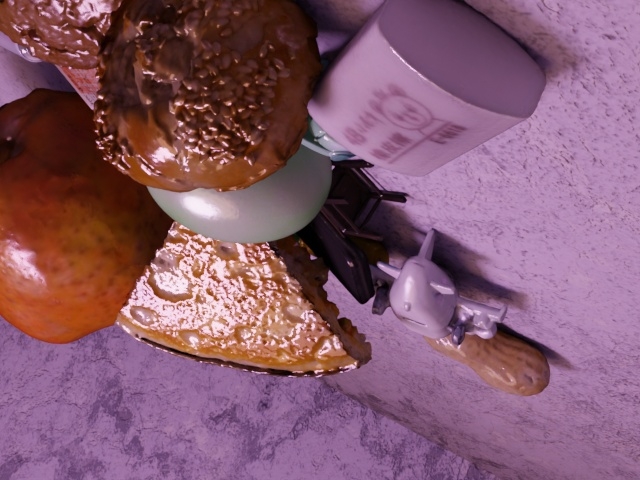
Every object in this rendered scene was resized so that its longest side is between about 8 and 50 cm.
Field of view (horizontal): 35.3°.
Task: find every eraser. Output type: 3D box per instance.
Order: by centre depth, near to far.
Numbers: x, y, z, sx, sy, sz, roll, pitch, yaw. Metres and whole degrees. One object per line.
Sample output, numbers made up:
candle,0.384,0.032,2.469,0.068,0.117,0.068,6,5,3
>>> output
eraser,0.098,-0.156,1.063,0.174,0.094,0.270,30,166,-10

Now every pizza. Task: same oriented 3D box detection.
pizza,-0.127,0.033,1.615,0.440,0.130,0.405,7,118,13

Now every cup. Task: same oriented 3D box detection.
cup,-0.470,-0.331,1.616,0.116,0.074,0.104,23,-168,38

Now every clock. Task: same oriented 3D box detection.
clock,0.028,-0.147,1.212,0.135,0.101,0.041,30,157,-17

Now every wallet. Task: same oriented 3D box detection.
wallet,-0.002,-0.014,1.615,0.250,0.044,0.149,49,166,30

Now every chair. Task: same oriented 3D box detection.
chair,0.015,-0.070,1.511,0.213,0.084,0.101,10,151,51

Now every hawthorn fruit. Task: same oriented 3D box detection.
hawthorn fruit,-0.465,-0.064,1.822,0.472,0.471,0.471,28,165,8

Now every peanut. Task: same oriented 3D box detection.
peanut,0.291,0.195,1.810,0.263,0.101,0.117,30,145,1

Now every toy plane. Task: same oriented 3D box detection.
toy plane,0.172,0.085,1.631,0.267,0.122,0.267,24,163,8

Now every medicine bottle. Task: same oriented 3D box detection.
medicine bottle,0.000,0.000,1.788,0.261,0.064,0.095,21,160,29

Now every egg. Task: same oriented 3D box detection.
egg,-0.115,-0.107,1.362,0.270,0.220,0.220,22,163,21

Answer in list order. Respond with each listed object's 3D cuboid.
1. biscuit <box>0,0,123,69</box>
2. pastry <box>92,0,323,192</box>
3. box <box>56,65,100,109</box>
biscuit,-0.355,-0.326,1.270,0.296,0.075,0.296,21,149,13
pastry,-0.150,-0.180,1.143,0.311,0.254,0.162,-6,176,42
box,-0.347,-0.282,1.477,0.141,0.058,0.201,12,147,48
